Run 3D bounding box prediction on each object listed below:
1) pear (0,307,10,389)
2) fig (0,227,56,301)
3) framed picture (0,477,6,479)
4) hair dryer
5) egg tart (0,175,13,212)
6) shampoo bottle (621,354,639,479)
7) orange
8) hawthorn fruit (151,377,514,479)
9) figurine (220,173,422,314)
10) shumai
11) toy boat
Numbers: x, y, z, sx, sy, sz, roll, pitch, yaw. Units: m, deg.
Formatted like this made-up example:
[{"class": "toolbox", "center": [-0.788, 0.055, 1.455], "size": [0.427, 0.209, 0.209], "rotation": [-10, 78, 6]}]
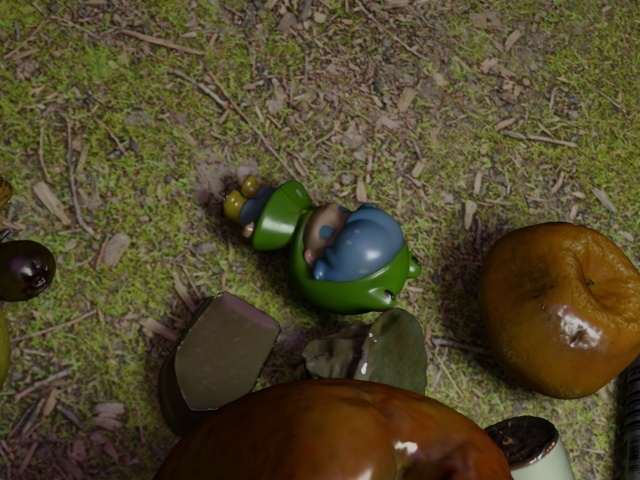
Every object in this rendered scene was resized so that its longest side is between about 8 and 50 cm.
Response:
[{"class": "pear", "center": [-0.446, 0.115, 1.669], "size": [0.197, 0.197, 0.197], "rotation": [8, 63, -17]}, {"class": "fig", "center": [-0.377, 0.031, 1.816], "size": [0.098, 0.082, 0.084], "rotation": [26, 74, 32]}, {"class": "framed picture", "center": [-0.453, 0.364, 1.595], "size": [0.231, 0.018, 0.293], "rotation": [29, 82, -7]}, {"class": "hair dryer", "center": [0.278, 0.363, 1.718], "size": [0.128, 0.362, 0.203], "rotation": [-21, 109, -3]}, {"class": "egg tart", "center": [-0.458, -0.019, 1.755], "size": [0.213, 0.213, 0.090], "rotation": [-25, 109, -29]}, {"class": "shampoo bottle", "center": [0.463, 0.212, 2.030], "size": [0.092, 0.092, 0.303], "rotation": [18, 61, -12]}, {"class": "orange", "center": [0.306, 0.095, 1.977], "size": [0.249, 0.183, 0.249], "rotation": [21, 43, -21]}, {"class": "hawthorn fruit", "center": [0.019, 0.360, 1.598], "size": [0.472, 0.472, 0.471], "rotation": [8, 63, -17]}, {"class": "figurine", "center": [0.000, 0.000, 1.935], "size": [0.263, 0.143, 0.162], "rotation": [27, 36, 13]}, {"class": "shumai", "center": [0.047, 0.176, 1.878], "size": [0.120, 0.201, 0.201], "rotation": [10, 52, 32]}, {"class": "toy boat", "center": [-0.130, 0.156, 1.849], "size": [0.116, 0.061, 0.188], "rotation": [32, 59, -5]}]
